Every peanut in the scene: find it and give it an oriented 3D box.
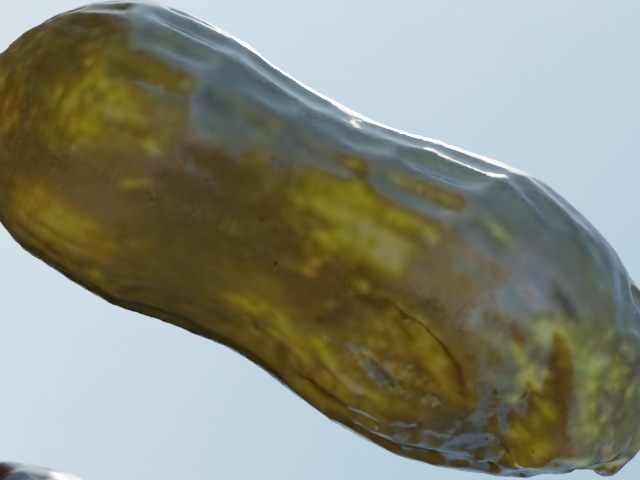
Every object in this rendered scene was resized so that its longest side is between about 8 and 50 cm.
[{"bbox_3d":[0.000,0.000,0.472,0.087,0.207,0.087,-63,178,-4],"label":"peanut"}]

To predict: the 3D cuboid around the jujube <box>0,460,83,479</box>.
[{"bbox_3d":[-0.249,0.246,0.818,0.258,0.377,0.258,21,-63,47],"label":"jujube"}]
